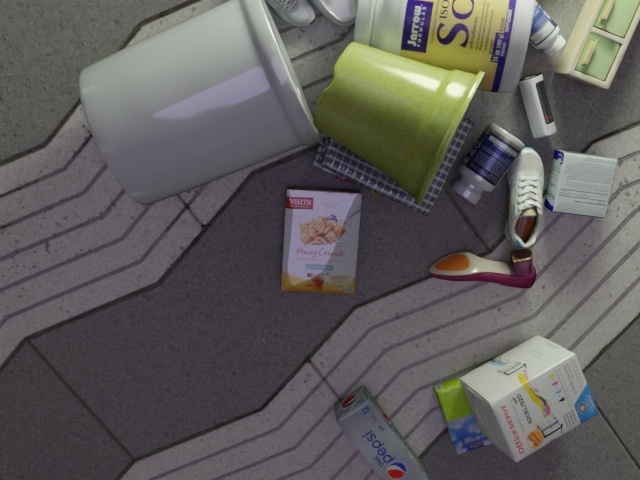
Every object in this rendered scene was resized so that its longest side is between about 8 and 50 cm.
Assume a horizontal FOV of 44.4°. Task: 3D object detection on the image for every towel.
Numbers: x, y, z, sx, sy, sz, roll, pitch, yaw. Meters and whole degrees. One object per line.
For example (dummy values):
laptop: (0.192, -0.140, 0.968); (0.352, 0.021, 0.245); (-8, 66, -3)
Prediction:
towel: (0.151, -0.209, 1.666); (0.284, 0.121, 0.235); (23, 101, -9)

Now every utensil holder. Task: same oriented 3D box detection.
utensil holder: (-0.237, -0.277, 1.575); (0.386, 0.327, 0.327); (-23, 104, 4)

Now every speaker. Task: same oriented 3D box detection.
speaker: (0.481, -0.298, 1.742); (0.055, 0.055, 0.136); (-18, 104, 2)

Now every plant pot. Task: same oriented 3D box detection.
plant pot: (0.135, -0.242, 1.489); (0.254, 0.276, 0.276); (26, 102, 5)

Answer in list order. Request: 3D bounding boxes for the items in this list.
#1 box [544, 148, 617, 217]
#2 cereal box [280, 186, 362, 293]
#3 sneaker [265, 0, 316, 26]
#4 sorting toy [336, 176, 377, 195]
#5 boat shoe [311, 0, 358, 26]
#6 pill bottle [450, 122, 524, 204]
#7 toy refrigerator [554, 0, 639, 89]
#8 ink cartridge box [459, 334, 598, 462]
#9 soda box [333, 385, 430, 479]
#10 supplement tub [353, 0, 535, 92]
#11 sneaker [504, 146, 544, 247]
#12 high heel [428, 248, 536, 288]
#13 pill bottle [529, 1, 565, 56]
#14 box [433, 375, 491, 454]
box: (0.587, -0.129, 1.780); (0.126, 0.072, 0.137); (7, 103, -5)
cereal box: (0.000, 0.000, 1.796); (0.173, 0.047, 0.240); (2, 104, -4)
sneaker: (-0.092, -0.514, 1.645); (0.191, 0.083, 0.071); (34, 99, -12)
sorting toy: (0.123, -0.240, 1.742); (0.132, 0.046, 0.274); (12, 103, -6)
boat shoe: (-0.005, -0.569, 1.627); (0.098, 0.096, 0.277); (-34, 104, 5)
pill bottle: (0.367, -0.168, 1.748); (0.094, 0.094, 0.169); (33, 100, -10)
toy refrigerator: (0.616, -0.470, 1.685); (0.102, 0.094, 0.269); (20, 103, -8)
ink cartridge box: (0.480, 0.364, 1.828); (0.233, 0.168, 0.171); (-28, 105, -9)
soda box: (0.151, 0.498, 1.908); (0.098, 0.091, 0.286); (-35, 103, 5)
supplement tub: (0.248, -0.435, 1.584); (0.331, 0.241, 0.241); (9, 104, 8)
sneaker: (0.468, -0.095, 1.773); (0.088, 0.092, 0.228); (-1, 103, -1)
high heel: (0.379, 0.083, 1.836); (0.244, 0.082, 0.117); (-11, 132, 5)
pill bottle: (0.471, -0.456, 1.694); (0.120, 0.067, 0.067); (43, 98, -12)
box: (0.356, 0.424, 1.924); (0.109, 0.042, 0.178); (-18, 104, 2)
